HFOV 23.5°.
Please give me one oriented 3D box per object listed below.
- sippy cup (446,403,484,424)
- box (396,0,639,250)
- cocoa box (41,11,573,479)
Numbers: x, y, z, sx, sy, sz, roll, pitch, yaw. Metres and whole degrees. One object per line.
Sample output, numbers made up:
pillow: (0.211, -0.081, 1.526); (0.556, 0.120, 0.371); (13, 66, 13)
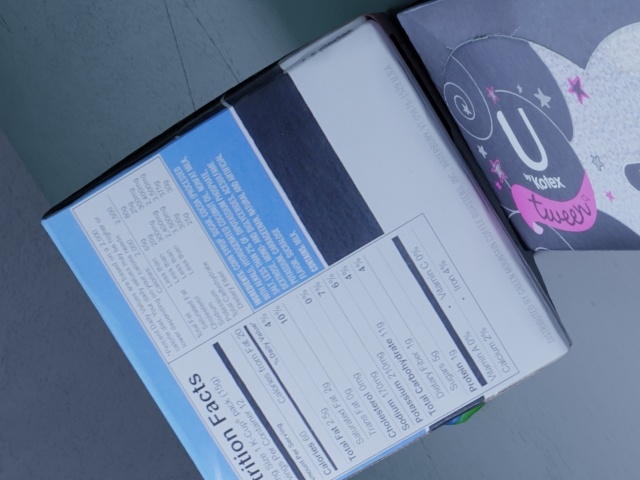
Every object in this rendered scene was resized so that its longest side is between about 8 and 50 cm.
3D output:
sippy cup: (0.000, 0.121, 1.430); (0.240, 0.224, 0.306); (31, 149, 54)
box: (0.173, -0.091, 0.759); (0.163, 0.142, 0.247); (61, 162, -11)
cocoa box: (0.000, 0.000, 1.024); (0.231, 0.228, 0.347); (58, -172, -5)
